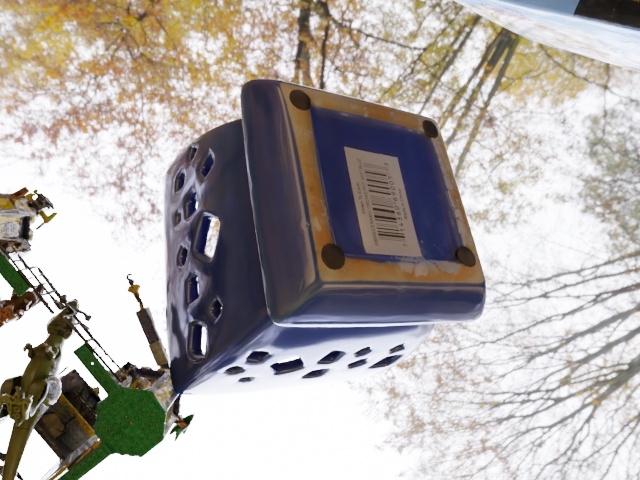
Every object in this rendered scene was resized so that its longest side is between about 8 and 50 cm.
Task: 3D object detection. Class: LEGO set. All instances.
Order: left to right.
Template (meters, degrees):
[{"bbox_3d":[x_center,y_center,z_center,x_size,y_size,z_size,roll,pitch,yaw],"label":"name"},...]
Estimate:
[{"bbox_3d":[-0.288,0.110,0.528,0.331,0.192,0.255,43,-89,-3],"label":"LEGO set"}]

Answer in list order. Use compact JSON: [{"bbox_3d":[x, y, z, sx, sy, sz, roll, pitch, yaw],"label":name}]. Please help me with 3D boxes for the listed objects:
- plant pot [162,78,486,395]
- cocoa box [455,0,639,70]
[{"bbox_3d":[0.000,0.000,0.483,0.235,0.212,0.236,5,-116,-33],"label":"plant pot"},{"bbox_3d":[0.319,-0.307,0.522,0.231,0.228,0.347,8,-154,-32],"label":"cocoa box"}]
